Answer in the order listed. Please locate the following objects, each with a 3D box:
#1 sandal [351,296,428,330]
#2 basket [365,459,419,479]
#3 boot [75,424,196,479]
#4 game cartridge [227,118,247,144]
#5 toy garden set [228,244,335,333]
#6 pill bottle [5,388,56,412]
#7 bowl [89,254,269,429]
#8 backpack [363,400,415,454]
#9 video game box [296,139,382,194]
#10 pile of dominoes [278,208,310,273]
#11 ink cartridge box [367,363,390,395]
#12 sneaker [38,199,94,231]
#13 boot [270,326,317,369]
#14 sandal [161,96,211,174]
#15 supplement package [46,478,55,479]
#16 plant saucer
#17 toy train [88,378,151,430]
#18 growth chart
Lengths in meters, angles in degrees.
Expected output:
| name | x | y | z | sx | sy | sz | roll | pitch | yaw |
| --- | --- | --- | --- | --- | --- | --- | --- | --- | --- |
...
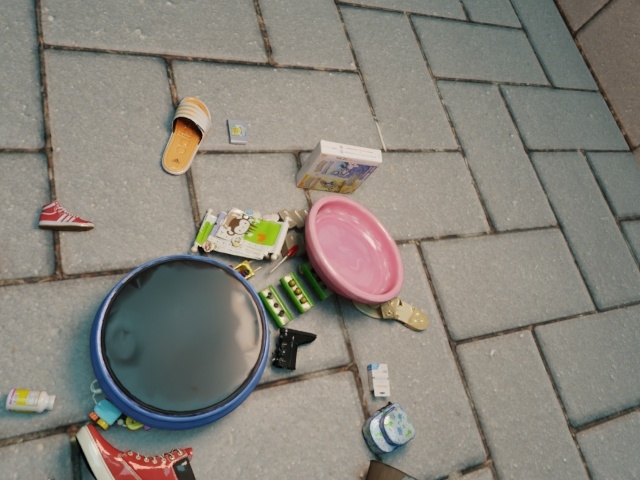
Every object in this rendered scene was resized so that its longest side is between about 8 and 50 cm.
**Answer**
| name | x | y | z | sx | sy | sz | roll | pitch | yaw |
| --- | --- | --- | --- | --- | --- | --- | --- | --- | --- |
| sandal | 0.212 | 0.184 | 1.401 | 0.240 | 0.079 | 0.088 | 23 | 59 | -13 |
| basket | 0.158 | 0.654 | 1.119 | 0.204 | 0.154 | 0.227 | 33 | 61 | -5 |
| boot | -0.368 | 0.445 | 1.019 | 0.176 | 0.088 | 0.244 | -35 | 92 | -33 |
| game cartridge | -0.245 | -0.322 | 1.475 | 0.056 | 0.017 | 0.083 | 0 | 67 | -28 |
| toy garden set | -0.111 | 0.108 | 1.280 | 0.244 | 0.049 | 0.204 | -31 | 81 | -20 |
| pill bottle | -0.582 | 0.324 | 1.002 | 0.083 | 0.043 | 0.043 | 12 | 62 | -19 |
| bowl | -0.299 | 0.209 | 1.103 | 0.391 | 0.077 | 0.391 | 9 | 63 | -17 |
| backpack | 0.171 | 0.472 | 1.244 | 0.114 | 0.084 | 0.105 | -22 | 75 | -28 |
| video game box | 0.049 | -0.206 | 1.438 | 0.187 | 0.205 | 0.048 | 7 | 65 | -20 |
| pile of dominoes | 0.000 | 0.000 | 1.433 | 0.251 | 0.040 | 0.196 | -5 | 68 | -35 |
| ink cartridge box | 0.154 | 0.371 | 1.317 | 0.048 | 0.028 | 0.083 | 7 | 64 | -21 |
| sneaker | -0.597 | -0.058 | 1.176 | 0.118 | 0.042 | 0.067 | 3 | 69 | -20 |
| boot | -0.065 | 0.276 | 1.254 | 0.121 | 0.045 | 0.099 | 19 | 72 | -38 |
| sandal | -0.363 | -0.302 | 1.375 | 0.102 | 0.076 | 0.265 | 17 | 61 | -16 |
| supplement package | -0.560 | 0.541 | 0.853 | 0.244 | 0.139 | 0.134 | -25 | 79 | -32 |
| plant saucer | 0.083 | 0.032 | 1.356 | 0.332 | 0.084 | 0.332 | 27 | 42 | -27 |
| toy train | -0.408 | 0.348 | 1.071 | 0.166 | 0.046 | 0.125 | 6 | 59 | -22 |
| growth chart | -0.204 | -0.022 | 1.309 | 0.237 | 0.021 | 0.172 | 7 | 52 | -3 |
